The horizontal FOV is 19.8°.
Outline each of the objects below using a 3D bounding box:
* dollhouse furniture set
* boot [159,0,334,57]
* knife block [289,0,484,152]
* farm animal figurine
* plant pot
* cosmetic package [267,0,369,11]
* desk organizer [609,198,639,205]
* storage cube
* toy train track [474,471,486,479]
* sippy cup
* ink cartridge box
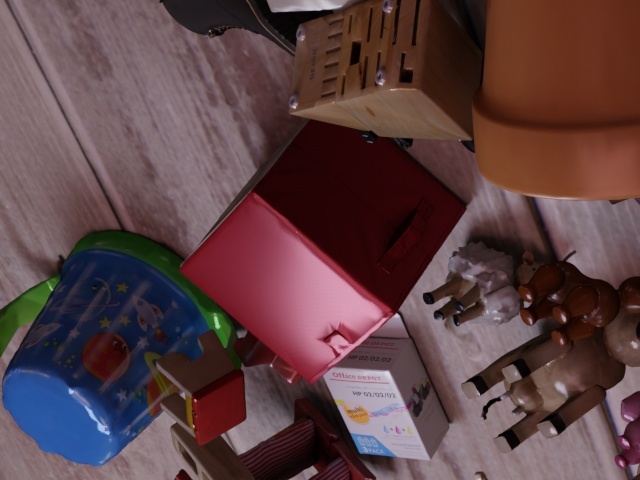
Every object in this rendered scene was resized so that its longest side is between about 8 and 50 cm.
[{"bbox_3d":[-0.056,0.240,2.137,0.152,0.201,0.374,48,156,28],"label":"dollhouse furniture set"},{"bbox_3d":[-0.072,-0.226,1.862,0.198,0.077,0.137,47,146,8],"label":"boot"},{"bbox_3d":[0.107,-0.143,1.677,0.242,0.088,0.275,9,172,-27],"label":"knife block"},{"bbox_3d":[0.293,0.146,1.885,0.327,0.172,0.330,2,118,59],"label":"farm animal figurine"},{"bbox_3d":[0.257,-0.178,1.524,0.291,0.291,0.203,2,113,35],"label":"plant pot"},{"bbox_3d":[-0.018,-0.371,1.600,0.113,0.160,0.309,2,131,34],"label":"cosmetic package"},{"bbox_3d":[0.319,-0.039,1.774,0.130,0.047,0.050,49,141,-16],"label":"desk organizer"},{"bbox_3d":[0.000,0.000,1.936,0.193,0.184,0.215,41,141,-5],"label":"storage cube"},{"bbox_3d":[0.209,0.317,2.233,0.048,0.014,0.083,-10,123,42],"label":"toy train track"},{"bbox_3d":[-0.265,0.145,2.241,0.240,0.224,0.305,48,140,-13],"label":"sippy cup"},{"bbox_3d":[0.069,0.169,2.150,0.104,0.061,0.181,0,128,36],"label":"ink cartridge box"}]
